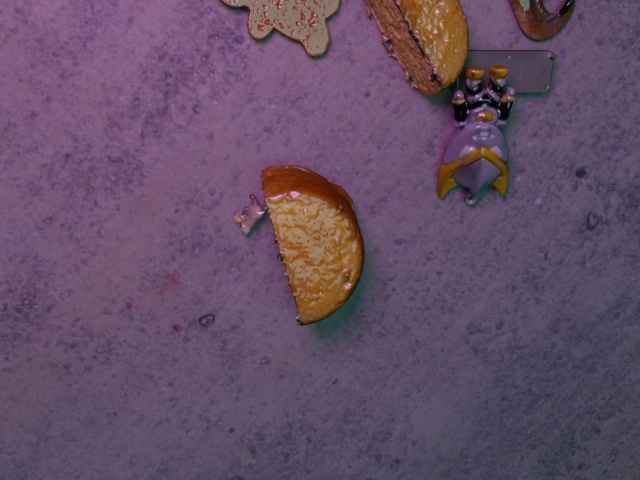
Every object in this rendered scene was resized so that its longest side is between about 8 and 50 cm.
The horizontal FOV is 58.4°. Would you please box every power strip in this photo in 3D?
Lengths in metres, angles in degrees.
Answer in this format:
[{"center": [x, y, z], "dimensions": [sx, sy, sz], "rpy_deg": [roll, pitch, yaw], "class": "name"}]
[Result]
[{"center": [0.387, -0.331, 1.223], "dimensions": [0.215, 0.061, 0.145], "rpy_deg": [-3, 113, -8], "class": "power strip"}]

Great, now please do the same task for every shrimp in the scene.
[{"center": [0.452, -0.526, 1.177], "dimensions": [0.152, 0.046, 0.219], "rpy_deg": [-39, 114, 4], "class": "shrimp"}]

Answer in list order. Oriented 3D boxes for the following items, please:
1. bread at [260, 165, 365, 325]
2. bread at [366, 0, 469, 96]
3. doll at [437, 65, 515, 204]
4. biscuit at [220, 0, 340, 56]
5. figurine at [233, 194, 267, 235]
[{"center": [0.000, 0.000, 1.186], "dimensions": [0.179, 0.194, 0.340], "rpy_deg": [-13, 106, 2], "class": "bread"}, {"center": [0.201, -0.421, 1.112], "dimensions": [0.147, 0.160, 0.261], "rpy_deg": [-35, 104, -4], "class": "bread"}, {"center": [0.340, -0.212, 1.215], "dimensions": [0.145, 0.103, 0.316], "rpy_deg": [-16, 125, -20], "class": "doll"}, {"center": [-0.086, -0.466, 1.108], "dimensions": [0.250, 0.036, 0.165], "rpy_deg": [14, 104, -18], "class": "biscuit"}, {"center": [-0.153, -0.055, 1.228], "dimensions": [0.050, 0.047, 0.083], "rpy_deg": [40, 105, -4], "class": "figurine"}]
